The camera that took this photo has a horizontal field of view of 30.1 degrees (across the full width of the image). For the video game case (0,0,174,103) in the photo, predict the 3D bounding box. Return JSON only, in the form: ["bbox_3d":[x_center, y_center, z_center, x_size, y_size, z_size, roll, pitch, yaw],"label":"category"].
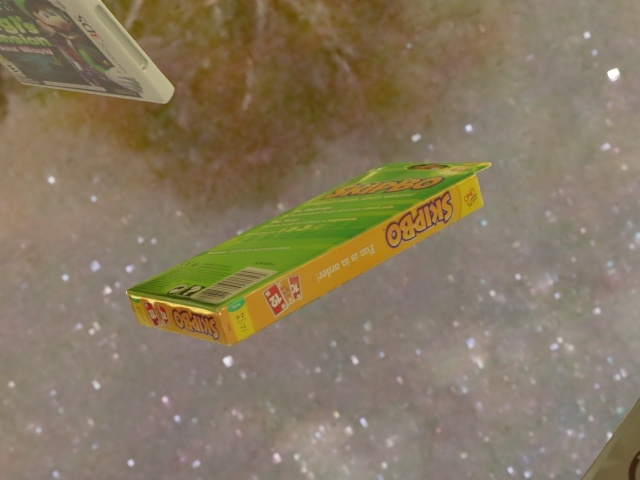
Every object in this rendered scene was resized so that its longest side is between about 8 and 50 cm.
[{"bbox_3d":[-0.246,-0.186,1.055,0.190,0.173,0.022,12,-113,32],"label":"video game case"}]

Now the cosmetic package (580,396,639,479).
[{"bbox_3d":[0.390,0.298,0.801,0.329,0.393,0.327,-52,-151,-4],"label":"cosmetic package"}]

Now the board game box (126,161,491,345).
[{"bbox_3d":[0.000,0.000,0.857,0.259,0.039,0.124,-30,-159,-31],"label":"board game box"}]
